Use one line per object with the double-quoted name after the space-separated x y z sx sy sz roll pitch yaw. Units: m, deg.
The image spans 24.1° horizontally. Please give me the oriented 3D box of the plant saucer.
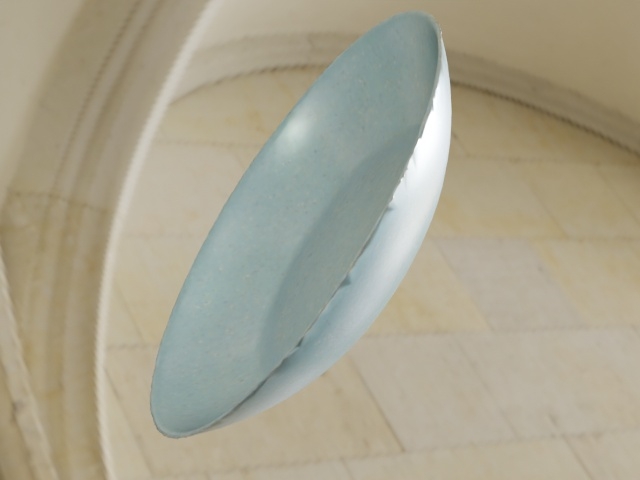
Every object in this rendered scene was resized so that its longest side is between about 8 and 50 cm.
0.000 0.000 0.593 0.037 0.195 0.195 33 -65 -17 "plant saucer"
